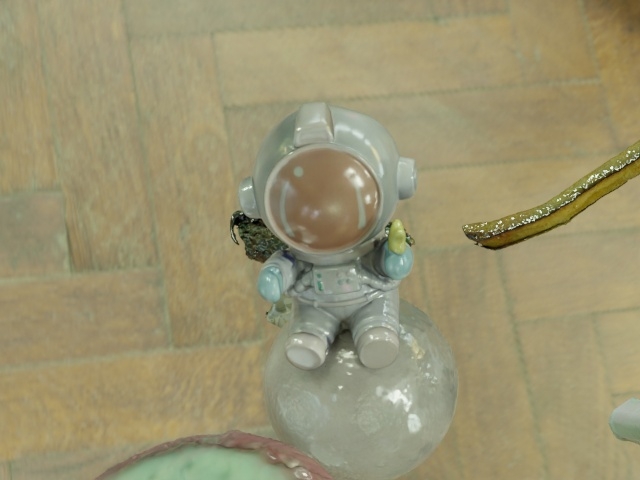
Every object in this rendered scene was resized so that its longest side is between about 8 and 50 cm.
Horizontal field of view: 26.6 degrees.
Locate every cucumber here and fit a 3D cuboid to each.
[{"bbox_3d":[-0.001,0.003,1.400,0.067,0.245,0.067,-6,99,-40],"label":"cucumber"}]

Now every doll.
[{"bbox_3d":[0.018,0.032,0.951,0.151,0.151,0.287,-18,119,-17],"label":"doll"}]

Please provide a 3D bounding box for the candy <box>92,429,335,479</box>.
[{"bbox_3d":[-0.032,0.097,0.342,0.103,0.043,0.103,-19,41,18],"label":"candy"}]

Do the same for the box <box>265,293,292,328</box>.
[{"bbox_3d":[-0.015,0.074,1.524,0.062,0.098,0.045,29,107,14],"label":"box"}]

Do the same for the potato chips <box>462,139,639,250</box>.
[{"bbox_3d":[0.218,-0.042,1.164,0.204,0.026,0.037,-29,50,17],"label":"potato chips"}]

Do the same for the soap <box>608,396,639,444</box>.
[{"bbox_3d":[0.343,0.129,0.990,0.173,0.289,0.095,-31,88,-9],"label":"soap"}]
